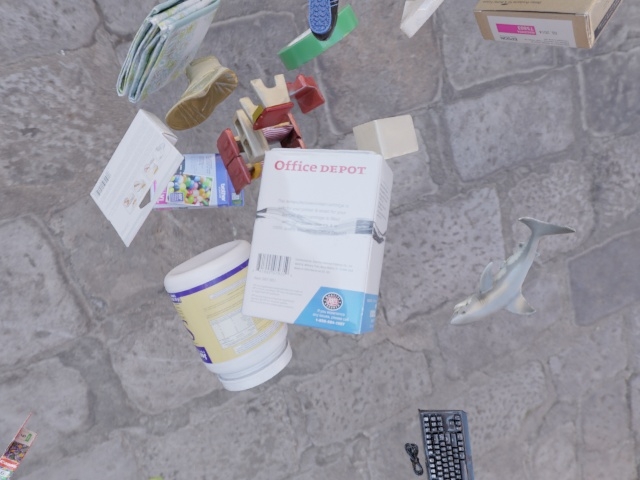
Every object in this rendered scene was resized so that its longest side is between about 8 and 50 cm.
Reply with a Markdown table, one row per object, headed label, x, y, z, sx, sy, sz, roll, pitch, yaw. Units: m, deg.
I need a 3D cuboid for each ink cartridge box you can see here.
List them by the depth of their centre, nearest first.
| label | x | y | z | sx | sy | sz | roll | pitch | yaw |
| --- | --- | --- | --- | --- | --- | --- | --- | --- | --- |
| ink cartridge box | -0.463 | 0.323 | 0.708 | 0.029 | 0.063 | 0.115 | 33 | 102 | -17 |
| ink cartridge box | 0.000 | 0.000 | 0.861 | 0.223 | 0.129 | 0.308 | 6 | 84 | 20 |
| ink cartridge box | 0.456 | -0.485 | 0.914 | 0.193 | 0.234 | 0.088 | -55 | 137 | -5 |
| ink cartridge box | -0.449 | -0.155 | 1.179 | 0.275 | 0.239 | 0.060 | -53 | 151 | 13 |
| ink cartridge box | -0.425 | -0.204 | 1.614 | 0.310 | 0.065 | 0.186 | -3 | 85 | -11 |

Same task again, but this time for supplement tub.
| label | x | y | z | sx | sy | sz | roll | pitch | yaw |
| --- | --- | --- | --- | --- | --- | --- | --- | --- | --- |
| supplement tub | -0.230 | 0.191 | 1.219 | 0.240 | 0.241 | 0.332 | -25 | 102 | -9 |

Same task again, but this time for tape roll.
| label | x | y | z | sx | sy | sz | roll | pitch | yaw |
| --- | --- | --- | --- | --- | --- | --- | --- | --- | --- |
| tape roll | -0.011 | -0.763 | 1.760 | 0.321 | 0.321 | 0.077 | -38 | 114 | -4 |

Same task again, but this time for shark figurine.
| label | x | y | z | sx | sy | sz | roll | pitch | yaw |
| --- | --- | --- | --- | --- | --- | --- | --- | --- | --- |
| shark figurine | 0.393 | 0.084 | 0.931 | 0.166 | 0.116 | 0.278 | 16 | 115 | -53 |

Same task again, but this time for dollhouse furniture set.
| label | x | y | z | sx | sy | sz | roll | pitch | yaw |
| --- | --- | --- | --- | --- | --- | --- | --- | --- | --- |
| dollhouse furniture set | -0.100 | -0.251 | 1.125 | 0.201 | 0.374 | 0.152 | -23 | 91 | -26 |

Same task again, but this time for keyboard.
| label | x | y | z | sx | sy | sz | roll | pitch | yaw |
| --- | --- | --- | --- | --- | --- | --- | --- | --- | --- |
| keyboard | 0.196 | 0.368 | 0.776 | 0.108 | 0.023 | 0.180 | -6 | 96 | 19 |

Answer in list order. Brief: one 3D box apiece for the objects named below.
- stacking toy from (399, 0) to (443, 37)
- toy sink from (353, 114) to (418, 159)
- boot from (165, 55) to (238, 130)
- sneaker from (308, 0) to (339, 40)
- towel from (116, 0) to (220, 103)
| label | x | y | z | sx | sy | sz | roll | pitch | yaw |
| --- | --- | --- | --- | --- | --- | --- | --- | --- | --- |
| stacking toy | 0.181 | -0.476 | 0.667 | 0.130 | 0.309 | 0.279 | 34 | 132 | -26 |
| toy sink | 0.258 | -0.400 | 1.857 | 0.234 | 0.131 | 0.153 | -23 | 101 | -41 |
| boot | -0.405 | -0.481 | 1.504 | 0.262 | 0.203 | 0.095 | -42 | 138 | 2 |
| sneaker | 0.009 | -0.623 | 1.173 | 0.081 | 0.090 | 0.233 | 9 | 96 | 6 |
| towel | -0.471 | -0.621 | 1.469 | 0.090 | 0.375 | 0.320 | 39 | 131 | -12 |
